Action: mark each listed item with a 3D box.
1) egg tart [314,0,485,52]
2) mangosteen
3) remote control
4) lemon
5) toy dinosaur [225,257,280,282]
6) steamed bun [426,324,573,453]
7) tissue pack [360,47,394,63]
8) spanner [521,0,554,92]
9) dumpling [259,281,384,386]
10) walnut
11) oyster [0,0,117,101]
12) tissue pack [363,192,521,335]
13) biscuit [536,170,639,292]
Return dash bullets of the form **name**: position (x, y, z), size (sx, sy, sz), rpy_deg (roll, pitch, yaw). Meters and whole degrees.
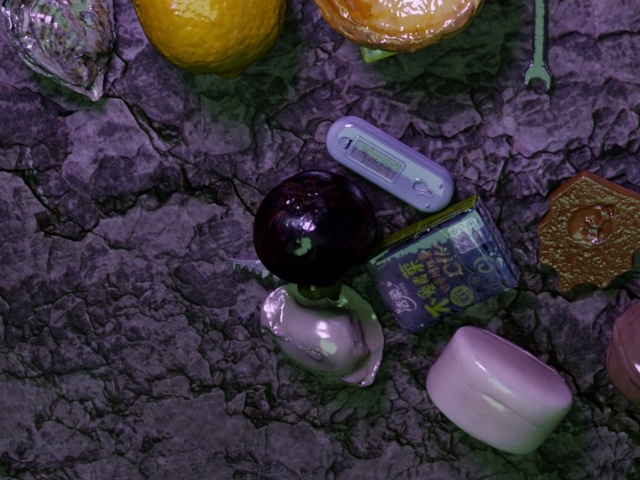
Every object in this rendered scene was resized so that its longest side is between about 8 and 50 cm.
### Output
- **egg tart**: position (0.122, -0.423, 1.622), size (0.294, 0.123, 0.294), rpy_deg (3, 110, 9)
- **mangosteen**: position (-0.002, -0.012, 1.839), size (0.216, 0.216, 0.216), rpy_deg (5, 112, 11)
- **remote control**: position (0.120, -0.130, 1.846), size (0.244, 0.047, 0.087), rpy_deg (30, 111, -1)
- **lemon**: position (-0.180, -0.405, 1.699), size (0.254, 0.253, 0.310), rpy_deg (-15, 106, 18)
- **toy dinosaur**: position (-0.079, 0.036, 1.961), size (0.209, 0.039, 0.082), rpy_deg (-5, 111, 16)
- **steamed bun**: position (0.315, 0.269, 1.892), size (0.242, 0.164, 0.146), rpy_deg (31, 113, 1)
- **tissue pack**: position (0.143, -0.364, 1.741), size (0.176, 0.062, 0.095), rpy_deg (-17, 107, 17)
- **spanner**: position (0.351, -0.362, 1.718), size (0.054, 0.015, 0.254), rpy_deg (2, 111, 13)
- **dumpling**: position (0.013, 0.158, 1.954), size (0.247, 0.142, 0.172), rpy_deg (32, 80, -4)
- **walnut**: position (0.606, 0.191, 1.758), size (0.273, 0.273, 0.227), rpy_deg (32, 78, 0)
- **oyster**: position (-0.450, -0.384, 1.859), size (0.199, 0.112, 0.267), rpy_deg (7, 105, -12)
- **tissue pack**: position (0.210, 0.044, 1.878), size (0.236, 0.073, 0.173), rpy_deg (-27, 103, 21)
- **biscuit**: position (0.456, -0.004, 1.823), size (0.182, 0.034, 0.215), rpy_deg (24, 116, 4)
